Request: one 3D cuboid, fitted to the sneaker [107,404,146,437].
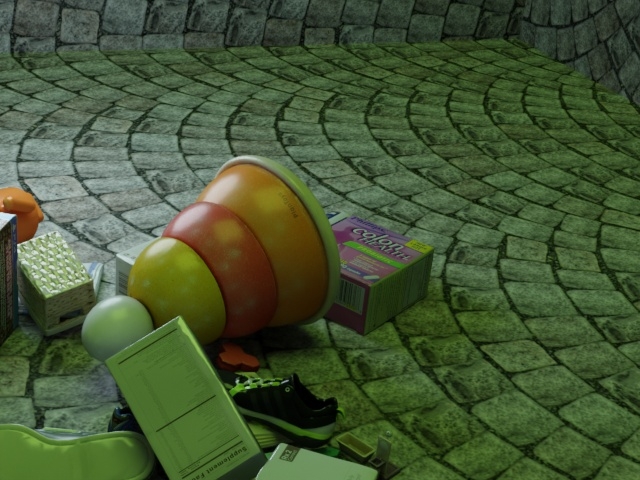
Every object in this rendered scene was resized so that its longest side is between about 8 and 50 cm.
[{"bbox_3d":[-0.260,0.281,1.824,0.083,0.087,0.221,23,31,29],"label":"sneaker"}]

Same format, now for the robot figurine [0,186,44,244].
[{"bbox_3d":[-0.677,-0.042,2.315,0.158,0.128,0.219,10,17,25],"label":"robot figurine"}]

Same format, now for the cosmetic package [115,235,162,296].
[{"bbox_3d":[-0.303,0.056,2.237,0.085,0.117,0.231,25,33,32],"label":"cosmetic package"}]

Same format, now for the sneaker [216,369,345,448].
[{"bbox_3d":[-0.070,0.245,1.792,0.234,0.097,0.084,24,20,2],"label":"sneaker"}]

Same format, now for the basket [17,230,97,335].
[{"bbox_3d":[-0.505,0.077,2.088,0.113,0.103,0.167,-23,52,-28],"label":"basket"}]

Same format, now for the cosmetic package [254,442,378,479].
[{"bbox_3d":[-0.021,0.407,1.515,0.151,0.184,0.151,13,28,14],"label":"cosmetic package"}]

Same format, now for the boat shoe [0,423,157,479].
[{"bbox_3d":[-0.407,0.342,1.696,0.319,0.116,0.099,-1,-17,-1],"label":"boat shoe"}]

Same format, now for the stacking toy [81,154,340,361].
[{"bbox_3d":[-0.233,0.075,2.012,0.480,0.351,0.350,-28,41,-36],"label":"stacking toy"}]

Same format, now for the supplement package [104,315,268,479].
[{"bbox_3d":[-0.197,0.262,1.667,0.139,0.134,0.244,-31,70,-6],"label":"supplement package"}]

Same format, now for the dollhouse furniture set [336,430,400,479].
[{"bbox_3d":[0.065,0.333,1.799,0.114,0.081,0.091,27,33,35],"label":"dollhouse furniture set"}]

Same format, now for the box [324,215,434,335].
[{"bbox_3d":[0.079,0.066,2.301,0.213,0.117,0.243,23,30,31],"label":"box"}]

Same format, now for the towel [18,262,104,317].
[{"bbox_3d":[-0.581,0.085,2.207,0.285,0.034,0.209,5,26,-3],"label":"towel"}]

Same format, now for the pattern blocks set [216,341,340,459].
[{"bbox_3d":[-0.115,0.276,1.851,0.325,0.026,0.285,34,23,27],"label":"pattern blocks set"}]

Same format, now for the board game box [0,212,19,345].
[{"bbox_3d":[-0.647,0.105,1.928,0.141,0.232,0.291,9,26,5],"label":"board game box"}]

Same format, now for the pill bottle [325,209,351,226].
[{"bbox_3d":[0.000,0.000,2.441,0.094,0.094,0.169,22,30,29],"label":"pill bottle"}]
